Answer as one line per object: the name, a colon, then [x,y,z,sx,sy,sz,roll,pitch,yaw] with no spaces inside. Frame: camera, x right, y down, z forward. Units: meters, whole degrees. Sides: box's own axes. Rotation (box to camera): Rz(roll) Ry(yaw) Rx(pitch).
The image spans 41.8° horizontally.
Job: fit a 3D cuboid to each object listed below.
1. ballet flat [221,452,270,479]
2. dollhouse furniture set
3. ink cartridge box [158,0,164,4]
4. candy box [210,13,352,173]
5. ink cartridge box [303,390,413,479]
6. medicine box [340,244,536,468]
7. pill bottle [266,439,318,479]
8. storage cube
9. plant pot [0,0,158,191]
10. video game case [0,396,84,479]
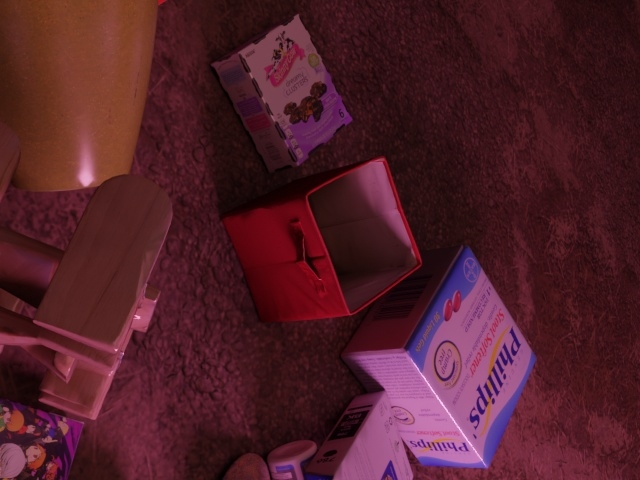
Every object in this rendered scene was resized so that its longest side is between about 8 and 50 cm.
ballet flat: [-0.111,0.440,1.121,0.107,0.106,0.316,38,57,-34]
dollhouse furniture set: [-0.337,-0.032,0.825,0.394,0.362,0.256,22,65,-8]
ink cartridge box: [-0.278,-0.416,1.097,0.231,0.134,0.078,41,56,-33]
candy box: [-0.057,-0.233,1.328,0.165,0.070,0.196,-45,114,-40]
ink cartridge box: [0.055,0.365,1.249,0.332,0.065,0.165,-36,110,-68]
medicine box: [0.216,0.203,1.465,0.289,0.149,0.263,54,50,-22]
pill bottle: [-0.026,0.373,1.239,0.078,0.078,0.137,-19,96,-45]
storage cube: [0.000,0.000,1.255,0.215,0.193,0.184,-30,104,-43]
plant pot: [-0.306,-0.213,0.966,0.274,0.274,0.294,-19,112,-45]
video game case: [-0.388,0.285,0.918,0.210,0.041,0.232,31,61,-39]
